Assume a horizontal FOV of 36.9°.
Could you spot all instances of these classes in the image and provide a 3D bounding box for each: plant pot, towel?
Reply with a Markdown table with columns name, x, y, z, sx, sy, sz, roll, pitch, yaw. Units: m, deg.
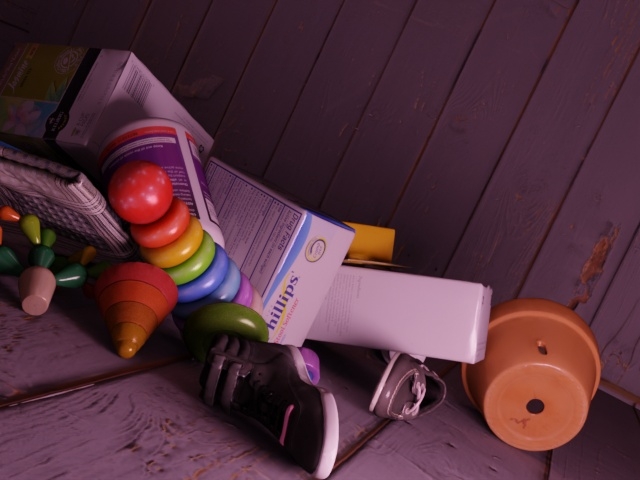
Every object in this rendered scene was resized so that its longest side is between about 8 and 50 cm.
| name | x | y | z | sx | sy | sz | roll | pitch | yaw |
| --- | --- | --- | --- | --- | --- | --- | --- | --- | --- |
| plant pot | 0.429 | 0.287 | 1.939 | 0.291 | 0.291 | 0.203 | 26 | 22 | -3 |
| towel | -0.438 | -0.053 | 1.408 | 0.324 | 0.056 | 0.312 | 16 | -20 | 14 |

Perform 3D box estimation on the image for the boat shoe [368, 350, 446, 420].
| name | x | y | z | sx | sy | sz | roll | pitch | yaw |
| --- | --- | --- | --- | --- | --- | --- | --- | --- | --- |
| boat shoe | 0.164 | 0.262 | 1.691 | 0.095 | 0.112 | 0.335 | 23 | 1 | 14 |

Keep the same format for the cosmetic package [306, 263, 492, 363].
| name | x | y | z | sx | sy | sz | roll | pitch | yaw |
| --- | --- | --- | --- | --- | --- | --- | --- | --- | --- |
| cosmetic package | 0.129 | 0.135 | 1.854 | 0.385 | 0.156 | 0.217 | 8 | -2 | 17 |

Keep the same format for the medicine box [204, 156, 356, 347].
| name | x | y | z | sx | sy | sz | roll | pitch | yaw |
| --- | --- | --- | --- | --- | --- | --- | --- | --- | --- |
| medicine box | -0.124 | 0.030 | 1.736 | 0.289 | 0.263 | 0.149 | 31 | 8 | 41 |

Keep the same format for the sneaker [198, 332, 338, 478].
| name | x | y | z | sx | sy | sz | roll | pitch | yaw |
| --- | --- | --- | --- | --- | --- | --- | --- | --- | --- |
| sneaker | -0.076 | 0.209 | 1.225 | 0.147 | 0.105 | 0.296 | 11 | 15 | -21 |

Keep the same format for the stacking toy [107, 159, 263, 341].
| name | x | y | z | sx | sy | sz | roll | pitch | yaw |
| --- | --- | --- | --- | --- | --- | --- | --- | --- | --- |
| stacking toy | -0.203 | 0.015 | 1.408 | 0.141 | 0.141 | 0.330 | 31 | -25 | 45 |

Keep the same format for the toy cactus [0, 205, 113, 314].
| name | x | y | z | sx | sy | sz | roll | pitch | yaw |
| --- | --- | --- | --- | --- | --- | --- | --- | --- | --- |
| toy cactus | -0.402 | 0.044 | 1.344 | 0.219 | 0.112 | 0.180 | 26 | 24 | -25 |

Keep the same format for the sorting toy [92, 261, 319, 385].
| name | x | y | z | sx | sy | sz | roll | pitch | yaw |
| --- | --- | --- | --- | --- | --- | --- | --- | --- | --- |
| sorting toy | -0.159 | 0.163 | 1.367 | 0.365 | 0.127 | 0.126 | 27 | 34 | -22 |

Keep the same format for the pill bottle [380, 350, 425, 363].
| name | x | y | z | sx | sy | sz | roll | pitch | yaw |
| --- | --- | --- | --- | --- | --- | --- | --- | --- | --- |
| pill bottle | 0.182 | 0.225 | 2.122 | 0.108 | 0.108 | 0.193 | 26 | 6 | -5 |

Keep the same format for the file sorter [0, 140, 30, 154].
| name | x | y | z | sx | sy | sz | roll | pitch | yaw |
| --- | --- | --- | --- | --- | --- | --- | --- | --- | --- |
| file sorter | -0.575 | -0.113 | 1.805 | 0.170 | 0.118 | 0.104 | 25 | 1 | -14 |

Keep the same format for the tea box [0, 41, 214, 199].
| name | x | y | z | sx | sy | sz | roll | pitch | yaw |
| --- | --- | --- | --- | --- | --- | --- | --- | --- | --- |
| tea box | -0.456 | -0.215 | 1.950 | 0.323 | 0.220 | 0.329 | 10 | -22 | 29 |

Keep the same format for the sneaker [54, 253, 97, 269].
| name | x | y | z | sx | sy | sz | roll | pitch | yaw |
| --- | --- | --- | --- | --- | --- | --- | --- | --- | --- |
| sneaker | -0.486 | -0.066 | 1.685 | 0.295 | 0.124 | 0.178 | 33 | 9 | -9 |

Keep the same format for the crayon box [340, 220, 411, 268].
| name | x | y | z | sx | sy | sz | roll | pitch | yaw |
| --- | --- | --- | --- | --- | --- | --- | --- | --- | --- |
| crayon box | 0.000 | 0.000 | 1.879 | 0.318 | 0.081 | 0.202 | 6 | -1 | 41 |

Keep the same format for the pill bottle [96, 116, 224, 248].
| name | x | y | z | sx | sy | sz | roll | pitch | yaw |
| --- | --- | --- | --- | --- | --- | --- | --- | --- | --- |
| pill bottle | -0.274 | -0.044 | 1.663 | 0.181 | 0.181 | 0.323 | 20 | 42 | -47 |
